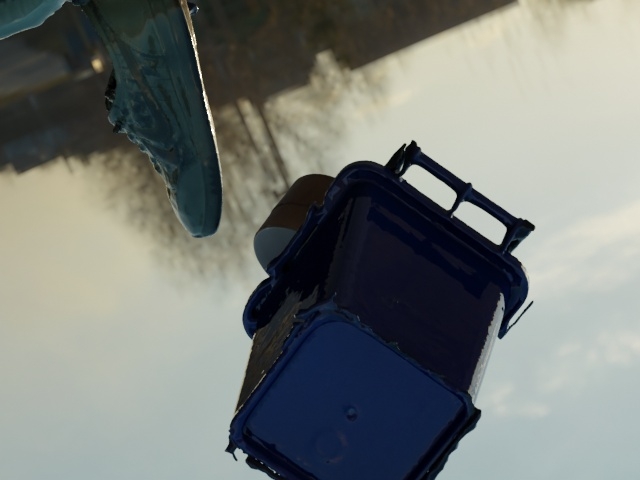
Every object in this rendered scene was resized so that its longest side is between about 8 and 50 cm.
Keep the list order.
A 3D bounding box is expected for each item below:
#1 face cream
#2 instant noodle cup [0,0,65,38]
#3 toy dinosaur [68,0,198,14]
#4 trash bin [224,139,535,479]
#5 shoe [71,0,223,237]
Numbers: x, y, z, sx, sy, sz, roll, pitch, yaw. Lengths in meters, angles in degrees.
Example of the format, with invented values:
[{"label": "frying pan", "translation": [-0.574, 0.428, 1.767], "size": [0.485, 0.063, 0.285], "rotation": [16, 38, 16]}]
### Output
[{"label": "face cream", "translation": [0.000, 0.000, 2.034], "size": [0.149, 0.149, 0.104], "rotation": [-11, -145, 49]}, {"label": "instant noodle cup", "translation": [-0.380, -0.375, 1.569], "size": [0.284, 0.312, 0.284], "rotation": [-15, 166, -4]}, {"label": "toy dinosaur", "translation": [-0.230, -0.263, 1.662], "size": [0.247, 0.075, 0.188], "rotation": [2, -156, 13]}, {"label": "trash bin", "translation": [0.039, 0.060, 0.989], "size": [0.184, 0.162, 0.234], "rotation": [-55, -176, 20]}, {"label": "shoe", "translation": [-0.147, -0.121, 1.412], "size": [0.098, 0.275, 0.103], "rotation": [-11, -153, 2]}]
